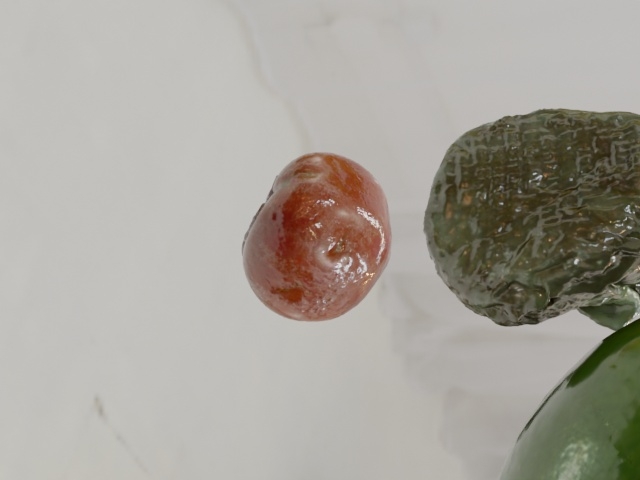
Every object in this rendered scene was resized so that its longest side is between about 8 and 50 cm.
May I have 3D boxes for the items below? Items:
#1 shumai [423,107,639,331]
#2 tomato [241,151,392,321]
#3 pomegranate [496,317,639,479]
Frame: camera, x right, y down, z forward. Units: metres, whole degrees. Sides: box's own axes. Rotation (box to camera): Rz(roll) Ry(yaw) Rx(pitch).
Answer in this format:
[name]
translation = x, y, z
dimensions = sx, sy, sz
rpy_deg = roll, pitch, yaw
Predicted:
[shumai]
translation = 0.162, 0.001, 0.991
dimensions = 0.142, 0.184, 0.184
rpy_deg = 62, 35, -42
[tomato]
translation = 0.001, -0.003, 1.980
dimensions = 0.232, 0.188, 0.232
rpy_deg = -61, -177, 5
[pomegranate]
translation = 0.200, 0.187, 0.806
dimensions = 0.358, 0.216, 0.310
rpy_deg = -77, 180, -84
